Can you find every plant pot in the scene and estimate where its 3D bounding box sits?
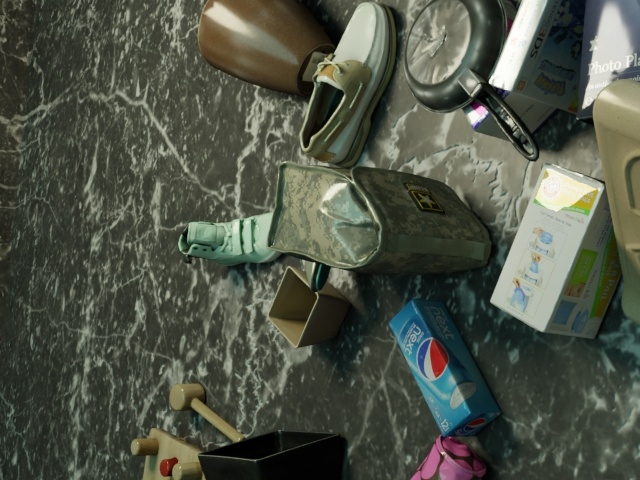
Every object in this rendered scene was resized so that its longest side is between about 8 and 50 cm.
[{"bbox_3d":[-0.077,0.436,1.564,0.188,0.188,0.166,-13,86,49],"label":"plant pot"},{"bbox_3d":[-0.080,-0.375,1.713,0.230,0.215,0.215,38,114,32],"label":"plant pot"},{"bbox_3d":[-0.013,0.121,1.598,0.109,0.096,0.109,42,116,46],"label":"plant pot"}]

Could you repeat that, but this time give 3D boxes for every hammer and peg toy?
[{"bbox_3d":[-0.294,0.489,1.849,0.266,0.127,0.361,10,91,51],"label":"hammer and peg toy"}]

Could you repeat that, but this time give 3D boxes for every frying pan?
[{"bbox_3d":[0.193,-0.224,1.274,0.197,0.053,0.326,-31,57,45],"label":"frying pan"}]

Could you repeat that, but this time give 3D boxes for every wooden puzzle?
[{"bbox_3d":[0.451,0.009,0.957,0.322,0.081,0.347,37,154,48],"label":"wooden puzzle"}]

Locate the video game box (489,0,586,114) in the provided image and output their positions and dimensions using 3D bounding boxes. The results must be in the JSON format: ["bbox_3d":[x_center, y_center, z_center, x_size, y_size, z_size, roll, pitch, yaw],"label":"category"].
[{"bbox_3d":[0.330,-0.264,1.160,0.048,0.205,0.187,38,113,46],"label":"video game box"}]

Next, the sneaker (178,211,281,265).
[{"bbox_3d":[-0.179,-0.004,1.784,0.256,0.151,0.094,-21,66,46],"label":"sneaker"}]

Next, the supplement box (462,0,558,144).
[{"bbox_3d":[0.256,-0.266,1.328,0.111,0.114,0.220,-49,47,35],"label":"supplement box"}]

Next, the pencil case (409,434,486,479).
[{"bbox_3d":[0.161,0.384,1.343,0.209,0.095,0.098,-58,20,23],"label":"pencil case"}]

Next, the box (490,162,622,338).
[{"bbox_3d":[0.329,0.014,1.179,0.103,0.114,0.203,33,108,50],"label":"box"}]

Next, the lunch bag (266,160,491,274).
[{"bbox_3d":[0.094,-0.026,1.381,0.287,0.235,0.168,15,97,51],"label":"lunch bag"}]

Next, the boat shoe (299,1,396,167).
[{"bbox_3d":[0.047,-0.283,1.594,0.113,0.103,0.302,21,100,51],"label":"boat shoe"}]

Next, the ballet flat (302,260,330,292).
[{"bbox_3d":[0.000,0.000,1.564,0.068,0.072,0.213,11,55,18],"label":"ballet flat"}]

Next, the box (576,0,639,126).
[{"bbox_3d":[0.468,-0.276,1.013,0.296,0.183,0.293,-1,81,51],"label":"box"}]

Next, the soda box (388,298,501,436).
[{"bbox_3d":[0.186,0.191,1.357,0.067,0.071,0.210,-51,47,32],"label":"soda box"}]
